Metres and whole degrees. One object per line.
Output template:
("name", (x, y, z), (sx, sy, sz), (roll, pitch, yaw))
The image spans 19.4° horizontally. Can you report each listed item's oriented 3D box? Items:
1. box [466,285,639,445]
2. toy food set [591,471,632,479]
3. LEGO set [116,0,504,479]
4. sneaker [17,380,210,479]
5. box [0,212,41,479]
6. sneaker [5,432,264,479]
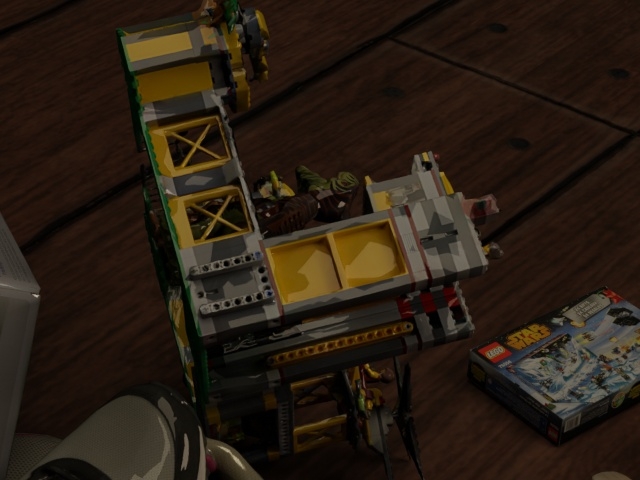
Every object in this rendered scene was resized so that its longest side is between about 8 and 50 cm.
("box", (0.184, 0.086, 1.316), (0.137, 0.027, 0.094), (-22, 42, -32))
("toy food set", (0.301, 0.135, 1.210), (0.218, 0.071, 0.128), (-15, 37, -23))
("LEGO set", (0.000, 0.000, 1.144), (0.192, 0.331, 0.255), (-13, 55, -8))
("sneaker", (-0.159, 0.183, 0.990), (0.100, 0.108, 0.271), (28, 69, 31))
("box", (-0.309, 0.036, 1.152), (0.231, 0.127, 0.262), (8, 10, -18))
("sneaker", (-0.100, 0.158, 1.115), (0.252, 0.111, 0.103), (16, 36, 20))
